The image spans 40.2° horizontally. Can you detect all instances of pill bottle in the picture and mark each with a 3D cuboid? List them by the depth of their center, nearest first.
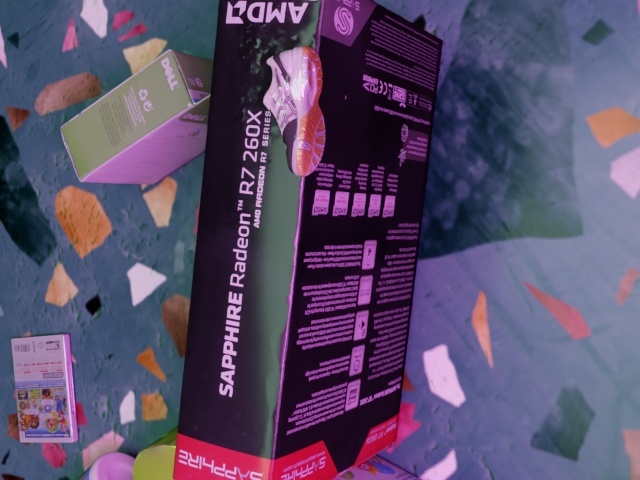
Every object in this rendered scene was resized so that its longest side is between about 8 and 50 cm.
[{"bbox_3d":[-0.244,0.294,0.928,0.137,0.078,0.078,-47,69,22],"label":"pill bottle"}]

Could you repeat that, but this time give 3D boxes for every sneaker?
[{"bbox_3d":[-0.019,-0.081,0.561,0.036,0.032,0.083,-3,82,25],"label":"sneaker"}]

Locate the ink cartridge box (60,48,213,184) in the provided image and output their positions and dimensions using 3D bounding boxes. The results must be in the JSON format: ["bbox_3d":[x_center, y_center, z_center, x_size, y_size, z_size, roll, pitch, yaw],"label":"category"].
[{"bbox_3d":[-0.136,-0.127,0.843,0.209,0.109,0.062,-28,78,27],"label":"ink cartridge box"}]

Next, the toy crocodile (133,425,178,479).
[{"bbox_3d":[-0.126,0.348,0.839,0.105,0.115,0.341,-6,87,29],"label":"toy crocodile"}]

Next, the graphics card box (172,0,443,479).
[{"bbox_3d":[0.000,0.000,0.696,0.094,0.232,0.371,10,96,28],"label":"graphics card box"}]

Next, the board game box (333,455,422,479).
[{"bbox_3d":[0.035,0.277,0.729,0.275,0.144,0.142,23,102,29],"label":"board game box"}]

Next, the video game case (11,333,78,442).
[{"bbox_3d":[-0.319,0.171,1.008,0.087,0.011,0.122,-7,87,29],"label":"video game case"}]
